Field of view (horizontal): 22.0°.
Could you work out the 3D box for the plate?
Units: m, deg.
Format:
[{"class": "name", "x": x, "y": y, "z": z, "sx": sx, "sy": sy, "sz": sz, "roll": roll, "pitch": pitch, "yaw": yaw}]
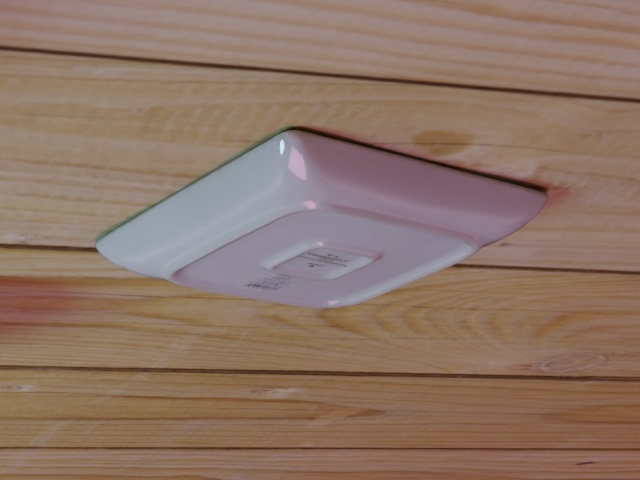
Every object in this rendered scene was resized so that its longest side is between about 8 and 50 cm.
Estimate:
[{"class": "plate", "x": 0.000, "y": 0.000, "z": 1.352, "sx": 0.277, "sy": 0.045, "sz": 0.278, "roll": 11, "pitch": 156, "yaw": -38}]
